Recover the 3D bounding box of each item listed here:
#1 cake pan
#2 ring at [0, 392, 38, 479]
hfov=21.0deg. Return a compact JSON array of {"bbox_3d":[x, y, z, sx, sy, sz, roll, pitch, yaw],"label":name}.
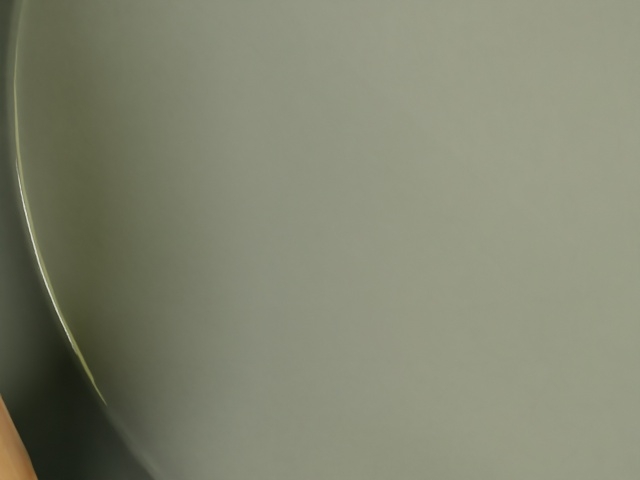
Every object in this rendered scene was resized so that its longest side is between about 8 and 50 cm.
[{"bbox_3d":[0.000,0.000,0.423,0.293,0.054,0.293,14,115,32],"label":"cake pan"},{"bbox_3d":[-0.172,-0.024,0.457,0.336,0.032,0.336,44,155,28],"label":"ring"}]
